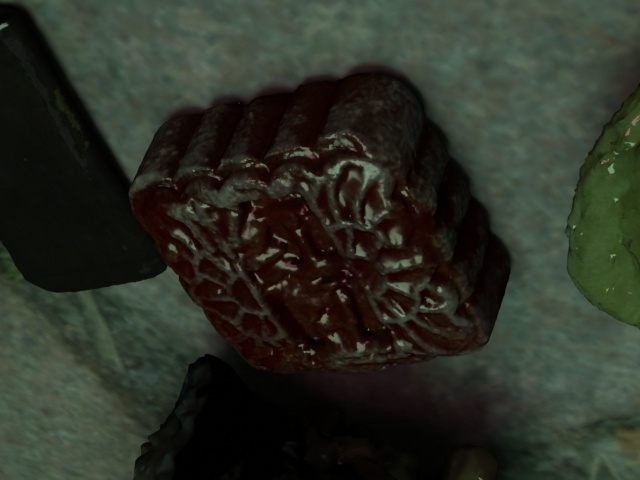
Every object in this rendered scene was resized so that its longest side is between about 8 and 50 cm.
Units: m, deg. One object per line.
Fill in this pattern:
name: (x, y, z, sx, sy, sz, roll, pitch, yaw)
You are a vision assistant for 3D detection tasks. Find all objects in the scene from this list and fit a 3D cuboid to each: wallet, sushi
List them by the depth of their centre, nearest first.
wallet: (-0.134, -0.037, 0.785, 0.082, 0.018, 0.156, -8, 131, 28)
sushi: (-0.014, 0.190, 0.833, 0.219, 0.225, 0.238, 22, 172, -14)

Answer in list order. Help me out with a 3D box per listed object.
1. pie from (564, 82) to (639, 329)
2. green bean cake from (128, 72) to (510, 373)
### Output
pie: (0.216, 0.005, 0.636, 0.248, 0.090, 0.201, 19, 137, -3)
green bean cake: (0.000, 0.000, 0.742, 0.136, 0.056, 0.135, -10, 128, 30)
